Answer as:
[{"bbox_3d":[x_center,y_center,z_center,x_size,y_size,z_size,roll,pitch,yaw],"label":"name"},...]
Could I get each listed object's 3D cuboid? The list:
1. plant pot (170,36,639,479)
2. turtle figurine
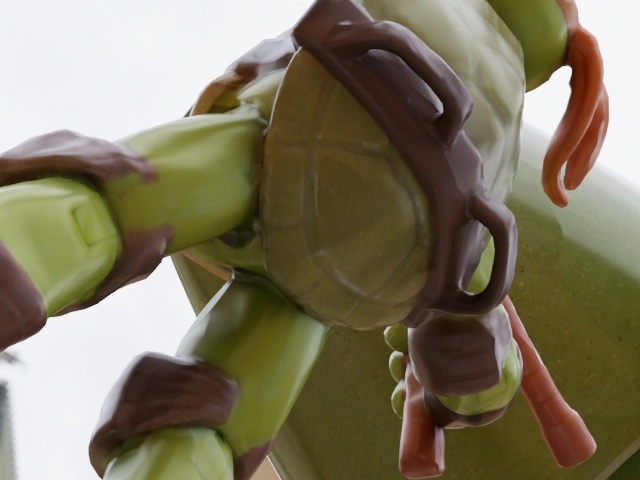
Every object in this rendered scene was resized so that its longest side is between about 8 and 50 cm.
[{"bbox_3d":[0.054,0.036,1.025,0.293,0.275,0.275,45,-50,18],"label":"plant pot"},{"bbox_3d":[0.000,0.000,0.419,0.087,0.217,0.269,15,-44,38],"label":"turtle figurine"}]
